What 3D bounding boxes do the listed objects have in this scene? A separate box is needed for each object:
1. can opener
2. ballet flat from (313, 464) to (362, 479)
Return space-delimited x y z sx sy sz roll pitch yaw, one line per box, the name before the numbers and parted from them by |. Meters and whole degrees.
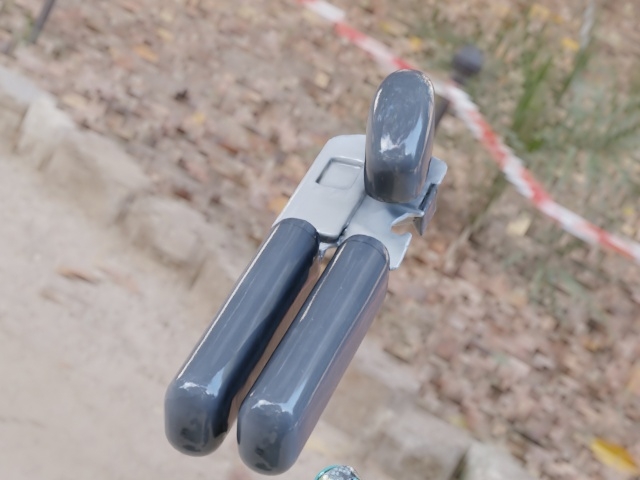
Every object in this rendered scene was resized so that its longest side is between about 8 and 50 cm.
can opener | 0.000 0.000 0.897 0.076 0.095 0.283 13 35 14
ballet flat | -0.004 0.155 0.771 0.041 0.114 0.041 19 24 -9
